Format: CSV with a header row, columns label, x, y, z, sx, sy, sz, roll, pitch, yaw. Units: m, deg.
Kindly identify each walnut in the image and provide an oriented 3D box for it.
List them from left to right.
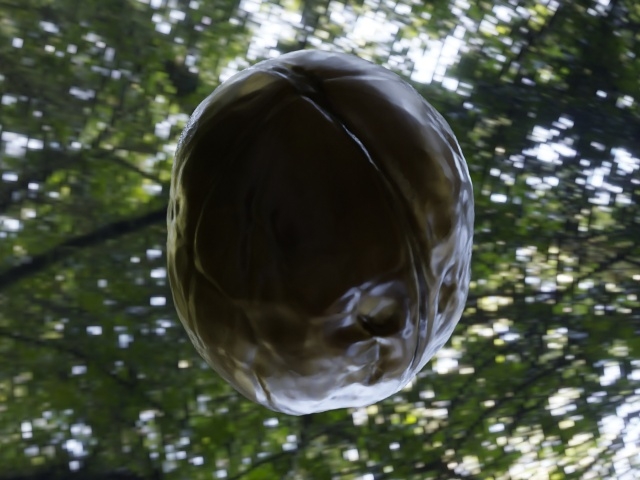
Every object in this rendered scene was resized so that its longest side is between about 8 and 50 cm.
label,x,y,z,sx,sy,sz,roll,pitch,yaw
walnut,0.000,0.000,0.898,0.167,0.167,0.207,20,-45,26
